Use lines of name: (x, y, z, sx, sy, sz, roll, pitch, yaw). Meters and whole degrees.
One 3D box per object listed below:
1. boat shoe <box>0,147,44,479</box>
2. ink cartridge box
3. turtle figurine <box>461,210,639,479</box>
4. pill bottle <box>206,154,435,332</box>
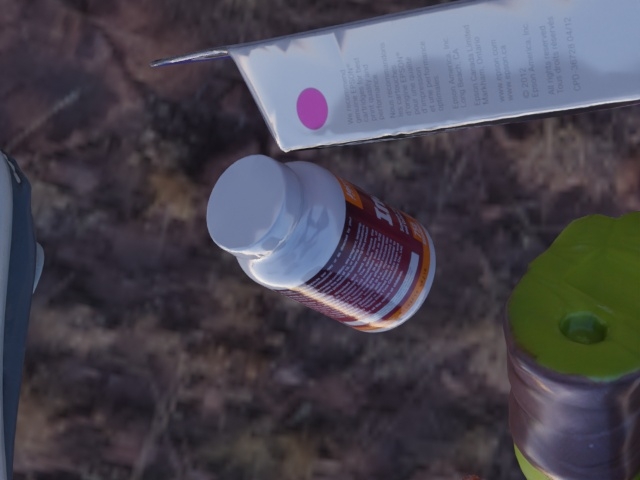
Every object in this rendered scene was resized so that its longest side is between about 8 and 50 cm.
boat shoe: (-0.171, 0.105, 0.817, 0.116, 0.319, 0.099, 0, 158, 11)
ink cartridge box: (0.107, -0.089, 0.922, 0.371, 0.176, 0.069, -2, 96, 43)
turtle figurine: (0.073, 0.103, 0.446, 0.087, 0.269, 0.217, -20, 133, -22)
pill bottle: (0.000, 0.000, 1.252, 0.086, 0.086, 0.152, -26, 147, 30)
